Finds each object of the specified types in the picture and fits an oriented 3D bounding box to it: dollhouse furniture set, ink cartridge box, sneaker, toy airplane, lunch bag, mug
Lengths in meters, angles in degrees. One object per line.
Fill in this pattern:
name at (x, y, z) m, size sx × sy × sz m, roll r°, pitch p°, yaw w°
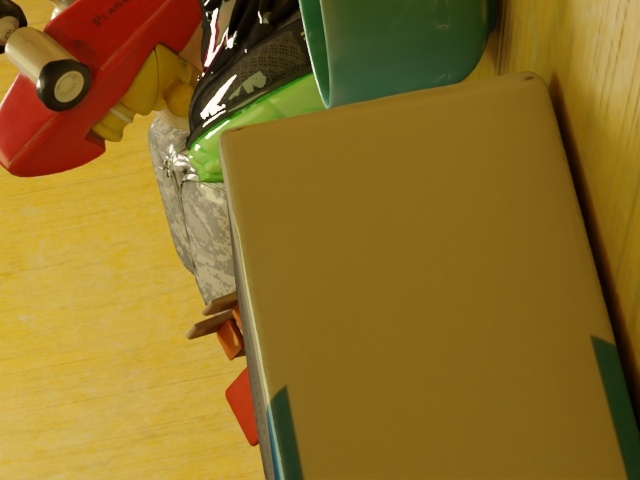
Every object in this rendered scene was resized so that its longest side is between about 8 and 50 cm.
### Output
dollhouse furniture set at (-0.058, 0.176, 1.906) m, size 0.262 × 0.135 × 0.259 m, roll 61°, pitch 149°, yaw 14°
ink cartridge box at (0.054, 0.129, 0.864) m, size 0.395 × 0.166 × 0.286 m, roll 90°, pitch 169°, yaw -70°
sneaker at (-0.031, -0.166, 1.177) m, size 0.483 × 0.185 × 0.202 m, roll -121°, pitch 17°, yaw -75°
toy airplane at (-0.158, -0.235, 1.706) m, size 0.272 × 0.384 × 0.386 m, roll 66°, pitch -157°, yaw -56°
lunch bag at (-0.080, -0.034, 2.088) m, size 0.256 × 0.212 × 0.305 m, roll 47°, pitch 154°, yaw 47°
mug at (0.039, -0.144, 0.860) m, size 0.158 × 0.097 × 0.130 m, roll -115°, pitch 14°, yaw -76°
